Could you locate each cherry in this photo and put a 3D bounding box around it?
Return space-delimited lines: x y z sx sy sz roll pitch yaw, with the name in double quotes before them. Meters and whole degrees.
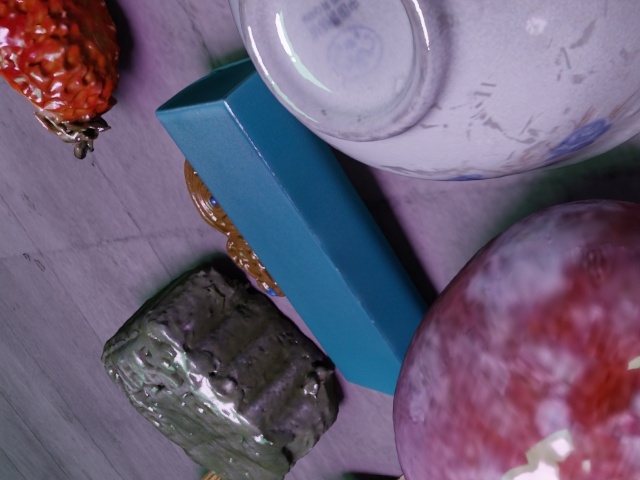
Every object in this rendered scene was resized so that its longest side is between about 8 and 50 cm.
"cherry" 0.163 0.111 0.493 0.236 0.213 0.285 5 108 6

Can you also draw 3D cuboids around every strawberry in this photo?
"strawberry" -0.239 -0.191 0.670 0.236 0.107 0.175 51 178 -7

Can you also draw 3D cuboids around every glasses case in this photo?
"glasses case" -0.001 -0.001 0.630 0.117 0.070 0.301 6 137 53

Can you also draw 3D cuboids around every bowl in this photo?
"bowl" 0.044 -0.135 0.425 0.313 0.146 0.313 23 138 23

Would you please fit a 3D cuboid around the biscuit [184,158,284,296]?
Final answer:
"biscuit" -0.062 -0.019 0.720 0.124 0.026 0.175 -5 121 45

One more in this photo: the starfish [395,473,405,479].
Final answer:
"starfish" 0.171 0.218 0.716 0.227 0.043 0.240 50 138 -10

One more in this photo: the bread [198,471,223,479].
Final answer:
"bread" -0.108 0.392 1.076 0.190 0.114 0.132 17 137 38

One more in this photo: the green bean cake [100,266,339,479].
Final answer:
"green bean cake" -0.105 0.149 0.842 0.227 0.125 0.222 46 143 -10
